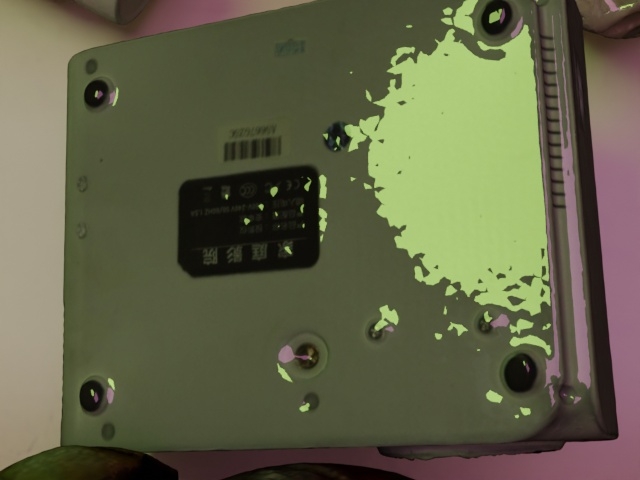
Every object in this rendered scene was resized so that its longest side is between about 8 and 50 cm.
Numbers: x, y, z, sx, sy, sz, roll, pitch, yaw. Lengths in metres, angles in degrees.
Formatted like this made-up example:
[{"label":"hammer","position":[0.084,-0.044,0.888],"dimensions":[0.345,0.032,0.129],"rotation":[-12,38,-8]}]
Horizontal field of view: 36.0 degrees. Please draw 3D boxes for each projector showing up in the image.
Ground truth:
[{"label":"projector","position":[0.000,0.000,0.459],"dimensions":[0.250,0.108,0.198],"rotation":[-5,79,21]}]

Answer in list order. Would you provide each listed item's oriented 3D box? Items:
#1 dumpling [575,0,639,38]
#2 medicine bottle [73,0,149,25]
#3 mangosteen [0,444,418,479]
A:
[{"label":"dumpling","position":[0.169,-0.199,0.536],"dimensions":[0.247,0.142,0.172],"rotation":[-35,80,-35]},{"label":"medicine bottle","position":[-0.172,-0.185,0.524],"dimensions":[0.183,0.119,0.069],"rotation":[27,79,1]},{"label":"mangosteen","position":[-0.019,0.216,0.383],"dimensions":[0.300,0.300,0.300],"rotation":[0,79,-2]}]
